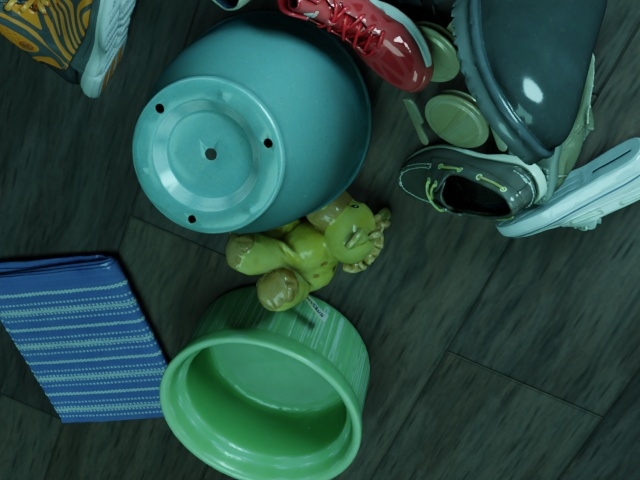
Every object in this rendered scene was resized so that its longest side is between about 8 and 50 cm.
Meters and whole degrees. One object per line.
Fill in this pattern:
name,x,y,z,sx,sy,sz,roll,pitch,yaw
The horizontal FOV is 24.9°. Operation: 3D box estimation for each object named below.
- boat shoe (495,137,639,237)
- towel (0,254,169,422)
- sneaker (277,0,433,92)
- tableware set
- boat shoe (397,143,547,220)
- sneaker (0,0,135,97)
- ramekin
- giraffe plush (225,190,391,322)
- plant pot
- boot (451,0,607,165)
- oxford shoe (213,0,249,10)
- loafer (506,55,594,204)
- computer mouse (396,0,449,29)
boat shoe,0.331,-0.045,1.835,0.226,0.083,0.076,-26,118,32
towel,-0.365,0.157,2.272,0.243,0.040,0.336,-6,129,20
sneaker,0.025,-0.248,1.686,0.221,0.128,0.087,48,130,15
tableware set,0.156,-0.194,1.770,0.128,0.039,0.194,8,140,37
boat shoe,0.175,-0.070,1.826,0.228,0.069,0.081,6,126,47
sneaker,-0.323,-0.304,1.777,0.180,0.124,0.321,27,146,-3
ramekin,-0.072,0.210,2.137,0.303,0.148,0.303,9,131,11
giraffe plush,0.000,0.000,1.940,0.170,0.181,0.210,-34,121,28
plant pot,-0.099,-0.126,1.737,0.272,0.255,0.271,4,106,15
boot,0.345,-0.311,1.417,0.445,0.367,0.146,-28,131,29
oxford shoe,-0.173,-0.416,1.659,0.123,0.130,0.348,-29,115,35
loafer,0.283,-0.159,1.760,0.094,0.087,0.251,35,142,24
computer mouse,0.147,-0.320,1.682,0.184,0.060,0.262,1,129,18
